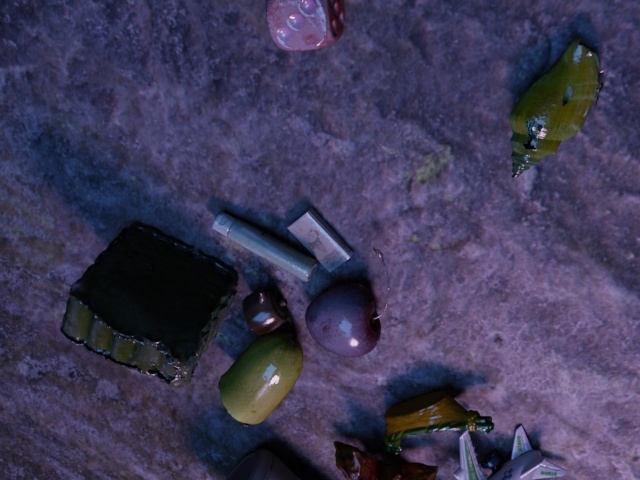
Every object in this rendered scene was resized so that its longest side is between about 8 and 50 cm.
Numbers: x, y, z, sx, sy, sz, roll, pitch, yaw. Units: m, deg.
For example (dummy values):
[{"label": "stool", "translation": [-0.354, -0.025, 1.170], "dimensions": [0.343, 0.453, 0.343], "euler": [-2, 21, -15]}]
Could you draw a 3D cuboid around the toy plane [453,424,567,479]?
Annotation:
[{"label": "toy plane", "translation": [0.308, 0.458, 1.463], "dimensions": [0.255, 0.101, 0.251], "euler": [-44, 88, -2]}]

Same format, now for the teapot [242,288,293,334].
[{"label": "teapot", "translation": [-0.086, 0.125, 1.459], "dimensions": [0.068, 0.076, 0.121], "euler": [-24, 136, 20]}]

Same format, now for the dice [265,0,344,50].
[{"label": "dice", "translation": [-0.021, -0.323, 1.166], "dimensions": [0.093, 0.094, 0.091], "euler": [0, 118, 17]}]

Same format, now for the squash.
[{"label": "squash", "translation": [-0.096, 0.238, 1.504], "dimensions": [0.123, 0.123, 0.187], "euler": [37, 120, -4]}]

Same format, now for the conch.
[{"label": "conch", "translation": [0.321, -0.178, 1.150], "dimensions": [0.095, 0.079, 0.201], "euler": [30, 117, -22]}]

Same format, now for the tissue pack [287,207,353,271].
[{"label": "tissue pack", "translation": [0.000, 0.000, 1.384], "dimensions": [0.108, 0.023, 0.056], "euler": [46, 124, -9]}]

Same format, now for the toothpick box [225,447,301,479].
[{"label": "toothpick box", "translation": [-0.062, 0.591, 1.619], "dimensions": [0.316, 0.229, 0.229], "euler": [40, 123, -7]}]

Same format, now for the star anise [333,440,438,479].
[{"label": "star anise", "translation": [0.117, 0.446, 1.533], "dimensions": [0.212, 0.111, 0.196], "euler": [43, 136, -20]}]

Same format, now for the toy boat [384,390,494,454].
[{"label": "toy boat", "translation": [0.195, 0.325, 1.460], "dimensions": [0.229, 0.089, 0.088], "euler": [-26, 95, 39]}]

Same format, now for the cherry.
[{"label": "cherry", "translation": [0.034, 0.105, 1.393], "dimensions": [0.148, 0.115, 0.188], "euler": [17, 124, 57]}]

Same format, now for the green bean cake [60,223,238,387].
[{"label": "green bean cake", "translation": [-0.289, 0.113, 1.414], "dimensions": [0.241, 0.255, 0.132], "euler": [27, 126, -2]}]

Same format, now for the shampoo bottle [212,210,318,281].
[{"label": "shampoo bottle", "translation": [-0.096, 0.009, 1.403], "dimensions": [0.190, 0.069, 0.041], "euler": [29, 99, 8]}]
